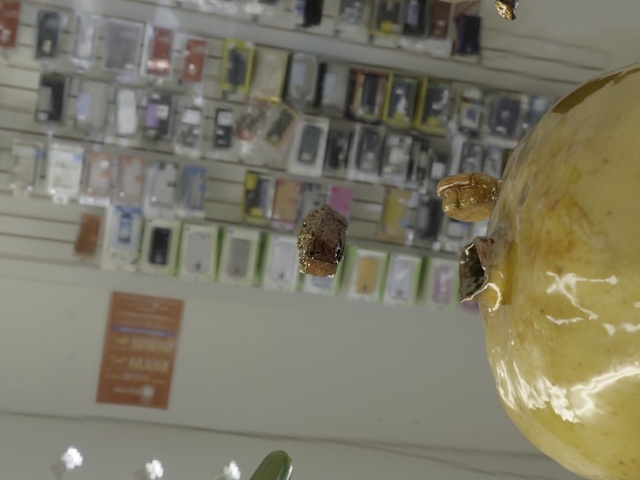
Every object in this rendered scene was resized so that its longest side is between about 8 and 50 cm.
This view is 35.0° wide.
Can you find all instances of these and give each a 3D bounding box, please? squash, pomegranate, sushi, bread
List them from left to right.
[{"bbox_3d":[-0.114,0.446,1.657,0.066,0.066,0.252,10,-137,27],"label":"squash"},{"bbox_3d":[0.000,0.000,1.092,0.055,0.052,0.120,26,-143,-11],"label":"sushi"},{"bbox_3d":[0.172,-0.050,1.140,0.083,0.046,0.081,5,166,-10],"label":"bread"},{"bbox_3d":[0.258,0.020,0.733,0.333,0.332,0.332,8,-176,-1],"label":"pomegranate"}]

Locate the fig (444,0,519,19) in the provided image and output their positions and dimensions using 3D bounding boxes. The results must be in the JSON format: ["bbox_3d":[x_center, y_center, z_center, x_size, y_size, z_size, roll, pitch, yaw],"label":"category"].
[{"bbox_3d":[0.139,-0.257,0.866,0.149,0.149,0.245,8,-152,-12],"label":"fig"}]
